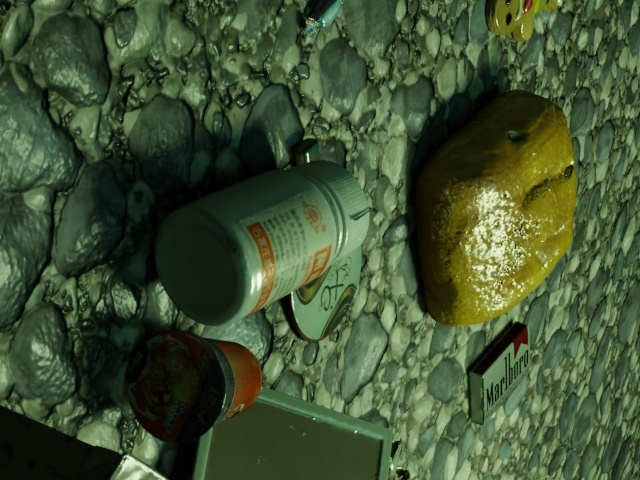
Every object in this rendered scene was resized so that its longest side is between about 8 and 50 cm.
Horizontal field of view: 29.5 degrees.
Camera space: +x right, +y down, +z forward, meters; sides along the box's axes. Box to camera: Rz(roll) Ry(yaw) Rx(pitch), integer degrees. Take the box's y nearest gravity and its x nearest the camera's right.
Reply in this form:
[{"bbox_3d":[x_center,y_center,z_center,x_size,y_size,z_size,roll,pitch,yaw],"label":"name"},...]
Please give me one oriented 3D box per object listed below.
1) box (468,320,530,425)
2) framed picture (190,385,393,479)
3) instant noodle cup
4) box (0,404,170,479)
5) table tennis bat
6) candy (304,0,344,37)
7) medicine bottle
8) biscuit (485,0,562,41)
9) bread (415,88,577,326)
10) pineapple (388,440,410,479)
[{"bbox_3d":[0.322,0.238,2.186,0.177,0.036,0.115,-39,133,-43],"label":"box"},{"bbox_3d":[-0.038,0.311,1.512,0.296,0.019,0.232,24,63,-31],"label":"framed picture"},{"bbox_3d":[-0.133,0.162,1.380,0.135,0.127,0.127,5,98,-67],"label":"instant noodle cup"},{"bbox_3d":[-0.241,0.331,1.209,0.225,0.190,0.297,-63,145,-18],"label":"box"},{"bbox_3d":[0.000,0.000,1.603,0.173,0.022,0.301,-44,139,-41],"label":"table tennis bat"},{"bbox_3d":[0.004,-0.281,1.490,0.083,0.020,0.030,-53,143,-33],"label":"candy"},{"bbox_3d":[-0.061,-0.006,1.392,0.252,0.144,0.145,-31,128,-50],"label":"medicine bottle"},{"bbox_3d":[0.333,-0.399,1.942,0.240,0.035,0.158,-44,134,-41],"label":"biscuit"},{"bbox_3d":[0.286,-0.038,1.909,0.328,0.148,0.337,-38,132,-44],"label":"bread"},{"bbox_3d":[0.084,0.431,1.769,0.262,0.262,0.272,26,57,-58],"label":"pineapple"}]
